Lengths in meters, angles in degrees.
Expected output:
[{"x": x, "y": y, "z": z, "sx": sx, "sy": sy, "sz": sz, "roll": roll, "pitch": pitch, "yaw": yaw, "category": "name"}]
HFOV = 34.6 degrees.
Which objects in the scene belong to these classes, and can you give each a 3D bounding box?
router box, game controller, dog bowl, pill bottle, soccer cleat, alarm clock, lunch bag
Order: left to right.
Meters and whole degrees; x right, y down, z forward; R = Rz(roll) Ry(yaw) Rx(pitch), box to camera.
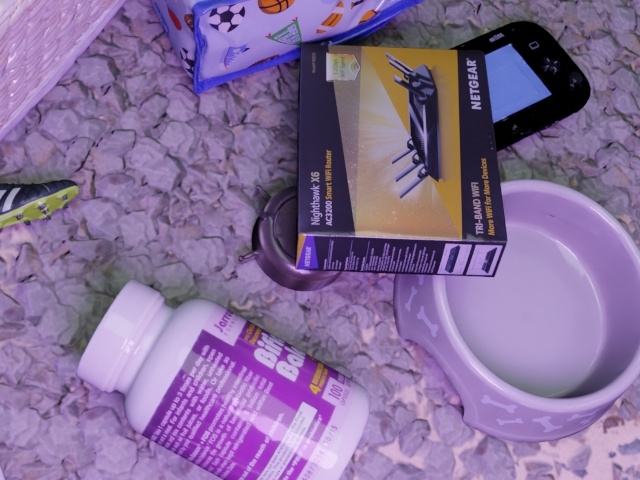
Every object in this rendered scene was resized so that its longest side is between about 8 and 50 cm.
[{"x": -0.376, "y": -0.047, "z": 1.211, "sx": 0.178, "sy": 0.060, "sz": 0.072, "roll": -22, "pitch": 75, "yaw": -19, "category": "soccer cleat"}, {"x": -0.109, "y": 0.168, "z": 1.142, "sx": 0.301, "sy": 0.169, "sz": 0.169, "roll": 30, "pitch": 65, "yaw": -4, "category": "pill bottle"}, {"x": -0.054, "y": -0.418, "z": 1.348, "sx": 0.385, "sy": 0.239, "sz": 0.328, "roll": -24, "pitch": 76, "yaw": -15, "category": "lunch bag"}, {"x": 0.000, "y": 0.000, "z": 1.299, "sx": 0.192, "sy": 0.064, "sz": 0.129, "roll": 17, "pitch": 66, "yaw": -12, "category": "alarm clock"}, {"x": 0.091, "y": -0.105, "z": 1.274, "sx": 0.242, "sy": 0.081, "sz": 0.309, "roll": 1, "pitch": 55, "yaw": -3, "category": "router box"}, {"x": 0.224, "y": -0.202, "z": 1.433, "sx": 0.319, "sy": 0.067, "sz": 0.166, "roll": -26, "pitch": 79, "yaw": -23, "category": "game controller"}, {"x": 0.272, "y": 0.078, "z": 1.321, "sx": 0.348, "sy": 0.102, "sz": 0.349, "roll": 6, "pitch": 68, "yaw": -14, "category": "dog bowl"}]

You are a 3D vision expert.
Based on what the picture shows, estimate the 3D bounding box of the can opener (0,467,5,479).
[{"x": -0.404, "y": 0.184, "z": 1.103, "sx": 0.074, "sy": 0.093, "sz": 0.280, "roll": -18, "pitch": 71, "yaw": -20, "category": "can opener"}]

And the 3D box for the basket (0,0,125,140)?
[{"x": -0.432, "y": -0.339, "z": 1.196, "sx": 0.328, "sy": 0.266, "sz": 0.331, "roll": 34, "pitch": 66, "yaw": -2, "category": "basket"}]
